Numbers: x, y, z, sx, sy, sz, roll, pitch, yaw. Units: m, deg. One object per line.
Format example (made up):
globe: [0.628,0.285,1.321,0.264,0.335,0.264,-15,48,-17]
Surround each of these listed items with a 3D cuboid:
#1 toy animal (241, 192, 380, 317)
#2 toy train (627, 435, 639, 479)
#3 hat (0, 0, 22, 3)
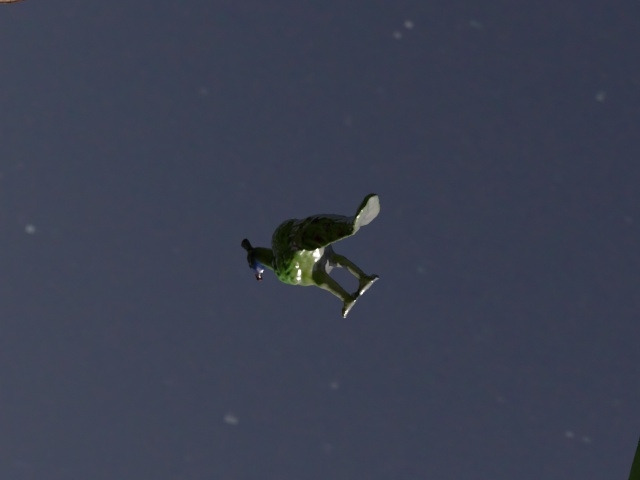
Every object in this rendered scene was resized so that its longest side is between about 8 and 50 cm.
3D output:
toy animal: [0.011,0.012,1.241,0.041,0.075,0.217,-51,-167,-21]
toy train: [0.276,0.104,0.906,0.266,0.145,0.202,-15,-139,42]
hat: [-0.248,-0.293,1.591,0.082,0.193,0.193,14,-95,47]
